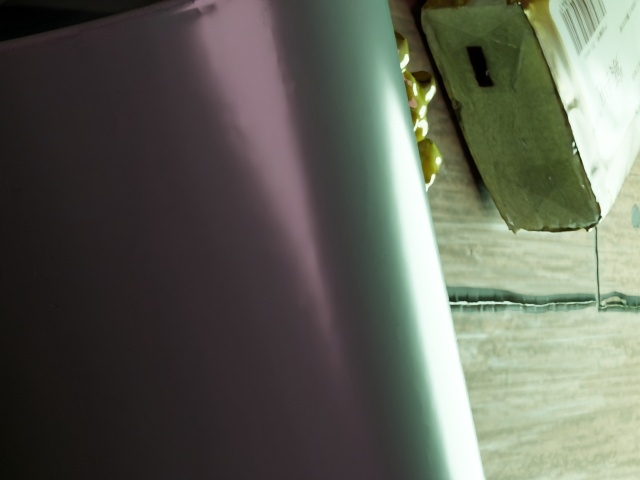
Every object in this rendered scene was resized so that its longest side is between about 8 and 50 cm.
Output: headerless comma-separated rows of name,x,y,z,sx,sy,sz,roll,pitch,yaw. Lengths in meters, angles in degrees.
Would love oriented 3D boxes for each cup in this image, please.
cup,-0.049,0.038,0.666,0.205,0.205,0.312,-40,121,-53

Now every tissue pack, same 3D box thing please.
tissue pack,0.167,-0.139,1.139,0.226,0.092,0.183,-58,134,-44

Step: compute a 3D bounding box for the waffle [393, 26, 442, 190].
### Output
waffle,-0.001,0.000,0.889,0.249,0.056,0.253,-13,96,-58
